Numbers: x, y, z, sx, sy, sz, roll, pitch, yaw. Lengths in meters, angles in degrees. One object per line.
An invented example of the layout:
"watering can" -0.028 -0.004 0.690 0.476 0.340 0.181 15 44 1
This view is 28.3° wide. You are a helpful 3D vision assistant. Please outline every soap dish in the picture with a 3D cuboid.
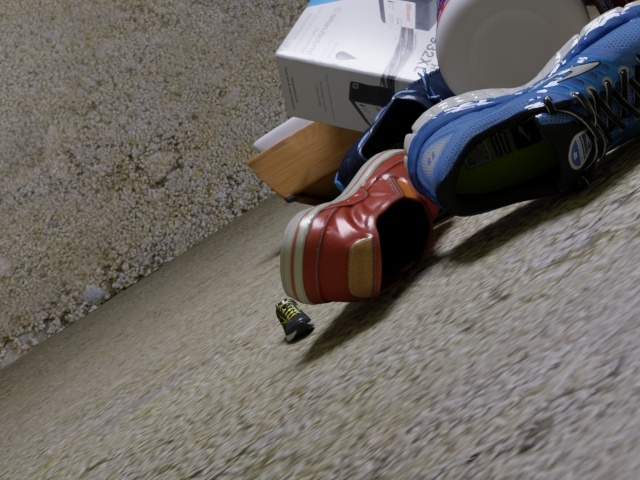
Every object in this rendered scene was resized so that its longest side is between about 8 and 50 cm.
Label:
"soap dish" 0.059 -0.156 2.041 0.291 0.118 0.229 -28 -17 23

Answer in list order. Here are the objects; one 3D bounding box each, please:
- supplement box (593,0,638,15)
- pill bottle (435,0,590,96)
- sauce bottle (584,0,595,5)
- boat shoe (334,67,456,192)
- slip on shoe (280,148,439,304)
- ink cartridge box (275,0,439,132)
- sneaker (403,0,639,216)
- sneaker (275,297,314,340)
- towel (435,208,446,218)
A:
"supplement box" 0.400 -0.298 1.458 0.129 0.191 0.194 -30 7 2
"pill bottle" 0.235 -0.288 1.577 0.181 0.181 0.323 -29 21 19
"sauce bottle" 0.401 -0.399 1.856 0.344 0.111 0.111 -8 -13 -46
"boat shoe" 0.123 -0.139 1.564 0.258 0.109 0.089 -52 -6 -33
"slip on shoe" 0.069 -0.012 1.265 0.101 0.123 0.331 6 17 22
"ink cartridge box" 0.125 -0.264 1.817 0.307 0.129 0.223 15 53 22
"sneaker" 0.241 -0.107 1.161 0.330 0.129 0.147 -28 25 8
"sneaker" -0.031 0.078 1.275 0.031 0.035 0.083 -33 6 -9
"towel" 0.126 -0.067 1.585 0.312 0.056 0.324 -29 7 22
